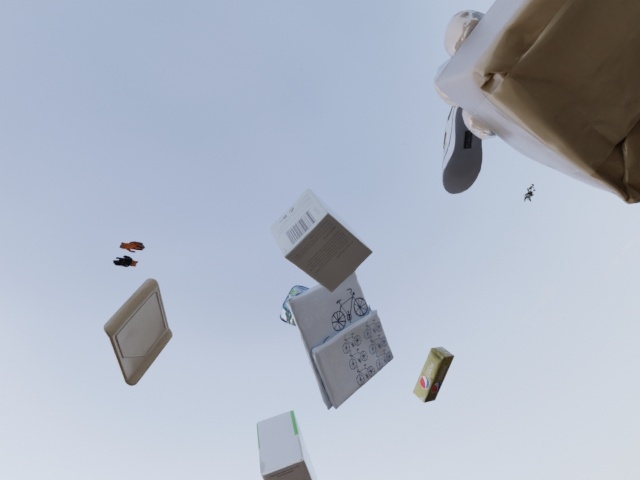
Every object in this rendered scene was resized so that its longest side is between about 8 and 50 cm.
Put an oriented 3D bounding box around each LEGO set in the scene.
[{"bbox_3d":[0.686,-0.157,1.511,0.054,0.023,0.083,-36,-39,-22],"label":"LEGO set"}]

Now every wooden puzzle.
[{"bbox_3d":[-0.524,0.262,1.326,0.044,0.221,0.238,8,-53,15],"label":"wooden puzzle"}]

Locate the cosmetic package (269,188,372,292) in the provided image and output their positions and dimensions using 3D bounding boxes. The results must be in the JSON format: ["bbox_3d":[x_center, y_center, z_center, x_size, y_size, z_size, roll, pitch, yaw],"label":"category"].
[{"bbox_3d":[0.000,0.000,1.152,0.151,0.151,0.184,-44,-55,7],"label":"cosmetic package"}]

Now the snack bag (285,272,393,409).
[{"bbox_3d":[0.071,0.269,1.366,0.323,0.037,0.342,-22,-89,-45],"label":"snack bag"}]

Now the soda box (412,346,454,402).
[{"bbox_3d":[0.376,0.446,1.526,0.061,0.058,0.181,4,-70,-38],"label":"soda box"}]

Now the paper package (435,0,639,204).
[{"bbox_3d":[0.275,-0.223,0.421,0.168,0.325,0.309,37,-72,-3],"label":"paper package"}]

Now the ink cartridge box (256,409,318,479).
[{"bbox_3d":[-0.072,0.633,1.217,0.115,0.198,0.273,-19,-71,-6],"label":"ink cartridge box"}]

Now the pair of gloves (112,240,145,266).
[{"bbox_3d":[-0.519,0.037,1.242,0.074,0.010,0.083,12,-67,-55],"label":"pair of gloves"}]

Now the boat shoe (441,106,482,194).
[{"bbox_3d":[0.342,-0.235,1.101,0.095,0.084,0.258,3,-51,0],"label":"boat shoe"}]

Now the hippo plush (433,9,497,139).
[{"bbox_3d":[0.349,-0.285,0.710,0.294,0.236,0.234,-7,-88,-8],"label":"hippo plush"}]

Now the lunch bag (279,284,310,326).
[{"bbox_3d":[-0.035,0.272,1.790,0.219,0.176,0.090,20,-52,6],"label":"lunch bag"}]
